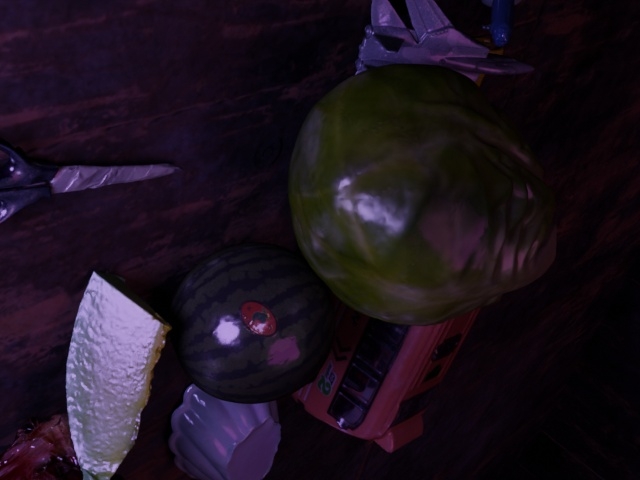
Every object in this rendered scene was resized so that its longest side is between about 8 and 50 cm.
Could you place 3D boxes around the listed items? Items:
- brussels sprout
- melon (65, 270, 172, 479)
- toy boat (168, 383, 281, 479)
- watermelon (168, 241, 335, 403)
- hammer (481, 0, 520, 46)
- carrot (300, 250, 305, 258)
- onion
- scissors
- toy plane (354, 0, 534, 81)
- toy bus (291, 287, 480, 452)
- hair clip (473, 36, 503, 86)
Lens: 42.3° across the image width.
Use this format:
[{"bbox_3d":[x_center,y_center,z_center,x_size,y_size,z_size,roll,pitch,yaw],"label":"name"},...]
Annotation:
[{"bbox_3d":[0.129,-0.042,1.014,0.355,0.289,0.281,9,155,-26],"label":"brussels sprout"},{"bbox_3d":[-0.231,0.168,0.940,0.053,0.114,0.261,14,83,-81],"label":"melon"},{"bbox_3d":[-0.136,0.309,1.312,0.199,0.100,0.290,-32,144,-31],"label":"toy boat"},{"bbox_3d":[-0.083,0.104,1.048,0.212,0.212,0.212,-35,147,-28],"label":"watermelon"},{"bbox_3d":[0.242,-0.327,1.096,0.116,0.070,0.193,85,14,-52],"label":"hammer"},{"bbox_3d":[0.000,0.000,1.209,0.059,0.059,0.247,-24,143,-40],"label":"carrot"},{"bbox_3d":[-0.321,0.367,1.004,0.221,0.280,0.281,-3,141,2],"label":"onion"},{"bbox_3d":[-0.252,-0.061,0.812,0.300,0.022,0.109,-14,137,-50],"label":"scissors"},{"bbox_3d":[0.168,-0.248,1.104,0.267,0.088,0.212,-5,130,-29],"label":"toy plane"},{"bbox_3d":[0.124,0.117,1.331,0.203,0.233,0.426,-12,131,-50],"label":"toy bus"},{"bbox_3d":[0.233,-0.230,1.293,0.072,0.046,0.173,-17,138,-41],"label":"hair clip"}]
